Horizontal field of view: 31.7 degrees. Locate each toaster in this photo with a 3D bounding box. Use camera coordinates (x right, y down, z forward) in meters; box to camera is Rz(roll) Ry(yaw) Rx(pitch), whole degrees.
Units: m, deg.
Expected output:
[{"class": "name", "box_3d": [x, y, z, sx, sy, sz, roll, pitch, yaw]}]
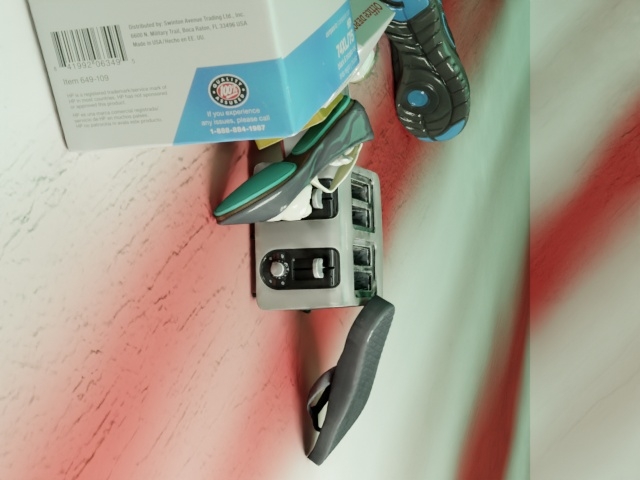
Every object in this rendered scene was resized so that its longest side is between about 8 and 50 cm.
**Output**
[{"class": "toaster", "box_3d": [0.000, 0.000, 1.297, 0.186, 0.110, 0.168, 11, 78, -71]}]

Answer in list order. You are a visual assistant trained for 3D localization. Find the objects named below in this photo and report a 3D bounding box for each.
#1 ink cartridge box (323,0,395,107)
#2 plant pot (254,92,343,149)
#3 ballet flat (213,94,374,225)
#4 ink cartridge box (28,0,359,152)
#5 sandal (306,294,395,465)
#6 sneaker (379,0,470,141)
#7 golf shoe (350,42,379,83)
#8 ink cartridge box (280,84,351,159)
[{"class": "ink cartridge box", "box_3d": [-0.037, -0.232, 1.103, 0.082, 0.191, 0.139, -55, -179, 30]}, {"class": "plant pot", "box_3d": [-0.039, -0.156, 1.157, 0.083, 0.081, 0.081, 60, 26, -16]}, {"class": "ballet flat", "box_3d": [-0.018, -0.066, 1.175, 0.203, 0.074, 0.074, -44, 140, -18]}, {"class": "ink cartridge box", "box_3d": [-0.105, -0.233, 0.888, 0.197, 0.198, 0.270, -56, 140, -59]}, {"class": "sandal", "box_3d": [0.028, 0.160, 1.330, 0.097, 0.054, 0.254, -40, 153, -51]}, {"class": "sneaker", "box_3d": [0.173, -0.312, 1.827, 0.139, 0.125, 0.340, -80, 160, -46]}, {"class": "golf shoe", "box_3d": [0.028, -0.299, 1.503, 0.086, 0.067, 0.186, 17, 63, -55]}, {"class": "ink cartridge box", "box_3d": [-0.008, -0.172, 1.303, 0.175, 0.072, 0.127, -74, 156, -74]}]
